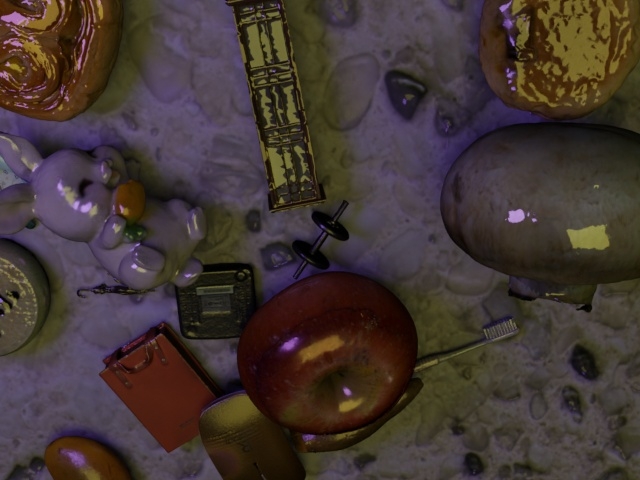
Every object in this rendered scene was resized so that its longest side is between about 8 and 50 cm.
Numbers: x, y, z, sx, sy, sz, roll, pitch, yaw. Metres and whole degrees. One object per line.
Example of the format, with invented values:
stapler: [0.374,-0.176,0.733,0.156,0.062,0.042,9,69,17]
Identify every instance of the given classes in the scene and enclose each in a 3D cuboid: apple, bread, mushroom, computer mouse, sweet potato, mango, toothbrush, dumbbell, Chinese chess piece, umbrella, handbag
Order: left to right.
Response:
Chinese chess piece: [-0.510,0.088,1.472,0.188,0.083,0.188,0,108,-1]
bread: [-0.377,-0.286,1.329,0.198,0.120,0.236,18,108,-8]
mango: [-0.375,0.394,1.586,0.115,0.090,0.178,-23,101,13]
umbrella: [-0.323,0.078,1.515,0.122,0.013,0.022,-4,121,-3]
handbag: [-0.250,0.237,1.552,0.127,0.063,0.190,-32,111,8]
computer mouse: [-0.109,0.346,1.572,0.126,0.056,0.245,-22,124,1]
dumbbell: [0.000,0.000,1.477,0.069,0.069,0.147,31,106,-13]
apple: [0.012,0.170,1.470,0.272,0.206,0.251,-42,118,13]
sweet potato: [0.063,0.295,1.577,0.243,0.077,0.077,-22,109,10]
toothbrush: [0.157,0.202,1.581,0.354,0.024,0.029,-22,102,4]
bread: [0.331,-0.292,1.363,0.244,0.134,0.244,0,108,0]
mushroom: [0.333,-0.035,1.335,0.352,0.352,0.260,6,98,-5]

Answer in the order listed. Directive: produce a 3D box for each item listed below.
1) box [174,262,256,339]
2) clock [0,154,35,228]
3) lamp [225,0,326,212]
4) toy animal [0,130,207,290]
box: [-0.165,0.100,1.525,0.126,0.027,0.125,-5,110,-1]
clock: [-0.471,-0.071,1.440,0.135,0.041,0.101,42,102,-17]
lamp: [-0.064,-0.208,1.392,0.089,0.090,0.325,-11,111,-1]
toy animal: [-0.323,-0.039,1.378,0.325,0.208,0.154,12,149,-18]
